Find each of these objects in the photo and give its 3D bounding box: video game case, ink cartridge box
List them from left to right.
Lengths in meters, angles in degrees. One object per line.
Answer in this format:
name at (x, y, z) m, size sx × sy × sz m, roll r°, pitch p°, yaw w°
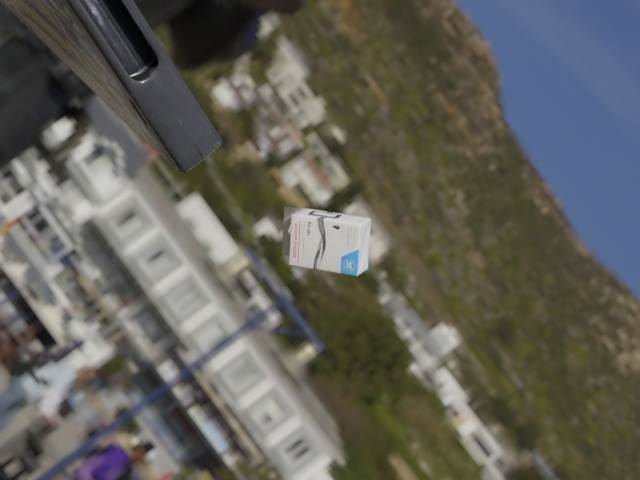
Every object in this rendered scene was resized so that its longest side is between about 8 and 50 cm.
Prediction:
video game case at (-0.178, -0.183, 0.902) m, size 0.275 × 0.035 × 0.248 m, roll 43°, pitch -12°, yaw 47°
ink cartridge box at (0.000, 0.000, 1.497) m, size 0.028 × 0.083 × 0.048 m, roll -32°, pitch 127°, yaw -64°
